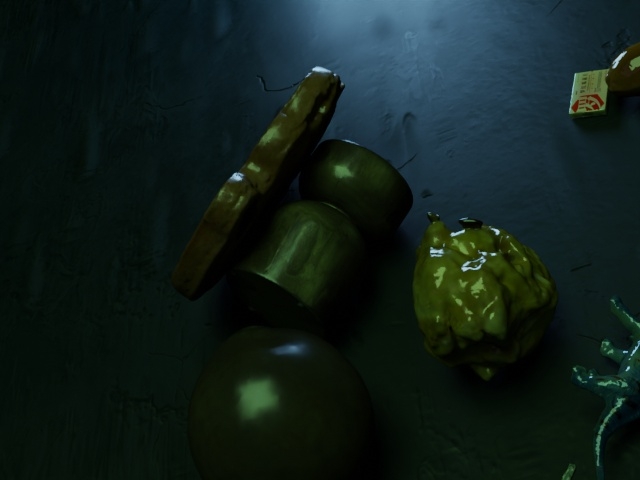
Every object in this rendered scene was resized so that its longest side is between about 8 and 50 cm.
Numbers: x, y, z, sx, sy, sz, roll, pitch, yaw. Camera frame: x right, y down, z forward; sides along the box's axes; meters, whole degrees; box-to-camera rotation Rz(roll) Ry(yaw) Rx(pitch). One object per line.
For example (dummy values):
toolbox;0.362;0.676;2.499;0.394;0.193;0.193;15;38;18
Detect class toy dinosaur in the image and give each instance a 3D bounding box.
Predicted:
toy dinosaur;0.386;0.158;1.256;0.329;0.076;0.144;-40;49;-23

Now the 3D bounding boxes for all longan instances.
longan;-0.053;0.232;1.318;0.258;0.258;0.258;-16;45;17

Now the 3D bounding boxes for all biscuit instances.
biscuit;-0.088;-0.093;1.608;0.455;0.078;0.350;-56;4;-27

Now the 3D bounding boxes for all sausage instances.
sausage;0.549;-0.278;1.541;0.238;0.098;0.098;-19;45;17

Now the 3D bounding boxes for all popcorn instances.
popcorn;0.219;0.071;1.352;0.190;0.191;0.253;-6;39;7

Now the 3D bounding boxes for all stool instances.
stool;0.000;0.000;1.547;0.179;0.179;0.264;15;60;39

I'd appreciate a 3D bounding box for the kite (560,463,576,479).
kite;0.273;0.333;1.210;0.137;0.005;0.152;25;67;40

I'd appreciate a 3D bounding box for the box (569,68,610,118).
box;0.431;-0.235;1.626;0.058;0.015;0.093;-5;49;29
